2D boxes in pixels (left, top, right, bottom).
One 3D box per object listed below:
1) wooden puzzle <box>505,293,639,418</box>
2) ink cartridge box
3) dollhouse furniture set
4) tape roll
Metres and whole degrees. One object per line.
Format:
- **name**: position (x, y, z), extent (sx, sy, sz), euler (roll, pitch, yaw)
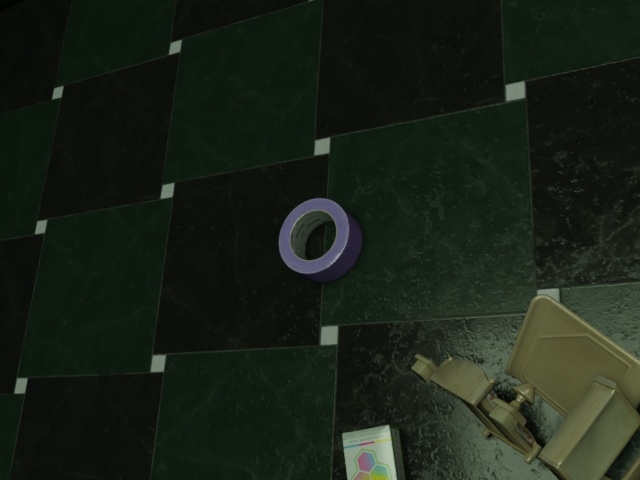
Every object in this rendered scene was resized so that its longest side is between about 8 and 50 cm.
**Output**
- **wooden puzzle**: position (0.470, 0.236, 1.321), extent (0.044, 0.221, 0.238), euler (-27, 49, -35)
- **ink cartridge box**: position (0.116, 0.493, 1.473), extent (0.108, 0.062, 0.209), euler (-17, 64, 22)
- **dollhouse furniture set**: position (0.393, 0.312, 1.337), extent (0.174, 0.303, 0.355), euler (-48, 26, -10)
- **tape roll**: position (0.000, 0.000, 1.720), extent (0.188, 0.080, 0.189), euler (-10, 67, 25)
